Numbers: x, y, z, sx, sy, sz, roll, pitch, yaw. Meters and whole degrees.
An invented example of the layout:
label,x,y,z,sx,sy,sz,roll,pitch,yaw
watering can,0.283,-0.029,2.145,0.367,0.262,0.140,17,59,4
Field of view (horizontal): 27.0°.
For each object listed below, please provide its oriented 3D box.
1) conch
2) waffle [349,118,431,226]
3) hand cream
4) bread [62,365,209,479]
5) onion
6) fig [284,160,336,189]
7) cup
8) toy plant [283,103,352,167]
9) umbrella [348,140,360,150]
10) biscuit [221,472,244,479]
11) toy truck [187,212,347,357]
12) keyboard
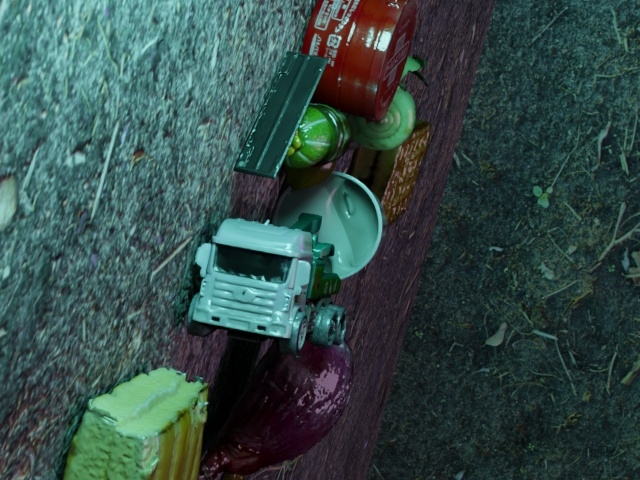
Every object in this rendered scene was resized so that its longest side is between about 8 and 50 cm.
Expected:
label,x,y,z,sx,sy,sz,roll,pitch,yaw
conch,0.115,-0.251,2.222,0.250,0.137,0.143,-58,162,-51
waffle,0.127,-0.133,2.614,0.308,0.091,0.212,-33,141,-71
hand cream,0.053,-0.275,1.915,0.193,0.125,0.193,19,90,-78
bread,-0.217,0.282,1.542,0.239,0.111,0.246,-39,144,-76
onion,-0.059,0.275,2.084,0.348,0.159,0.267,-59,178,-22
fig,-0.020,-0.112,1.970,0.088,0.074,0.074,-52,176,21
cup,-0.002,-0.016,2.097,0.202,0.221,0.166,-5,79,-81
toy plant,-0.019,-0.144,1.844,0.162,0.093,0.092,-20,128,-68
umbrella,0.029,-0.162,2.251,0.044,0.044,0.269,-48,170,26
biscuit,-0.187,0.514,2.292,0.172,0.029,0.254,93,19,-56
toy truck,-0.062,0.055,1.818,0.363,0.177,0.178,-12,111,-78
keyboard,-0.051,-0.166,1.740,0.010,0.064,0.198,69,39,-57
